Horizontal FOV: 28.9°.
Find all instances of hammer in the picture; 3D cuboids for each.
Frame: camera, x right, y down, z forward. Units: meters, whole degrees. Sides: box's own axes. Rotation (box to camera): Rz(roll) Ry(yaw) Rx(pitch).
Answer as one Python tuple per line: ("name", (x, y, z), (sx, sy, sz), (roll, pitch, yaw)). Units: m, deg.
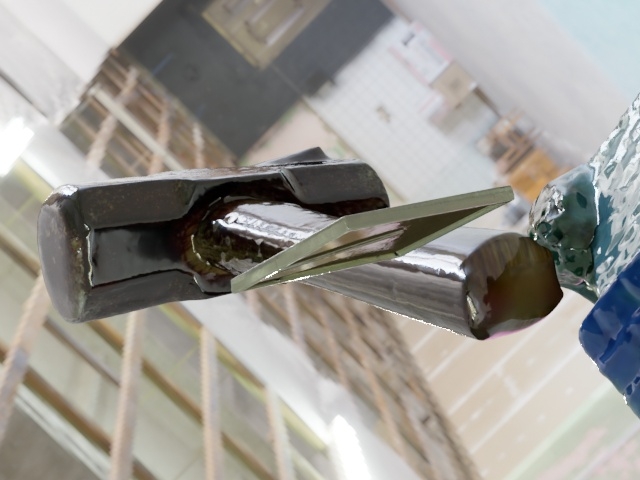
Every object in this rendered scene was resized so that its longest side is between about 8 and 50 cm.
("hammer", (0.000, 0.000, 0.736), (0.409, 0.242, 0.095), (6, 104, 62))

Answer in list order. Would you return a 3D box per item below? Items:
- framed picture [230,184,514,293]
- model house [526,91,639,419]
("framed picture", (0.019, -0.001, 0.443), (0.089, 0.066, 0.006), (-11, -102, -43))
("model house", (0.289, 0.047, 0.617), (0.295, 0.251, 0.329), (30, -156, -10))
